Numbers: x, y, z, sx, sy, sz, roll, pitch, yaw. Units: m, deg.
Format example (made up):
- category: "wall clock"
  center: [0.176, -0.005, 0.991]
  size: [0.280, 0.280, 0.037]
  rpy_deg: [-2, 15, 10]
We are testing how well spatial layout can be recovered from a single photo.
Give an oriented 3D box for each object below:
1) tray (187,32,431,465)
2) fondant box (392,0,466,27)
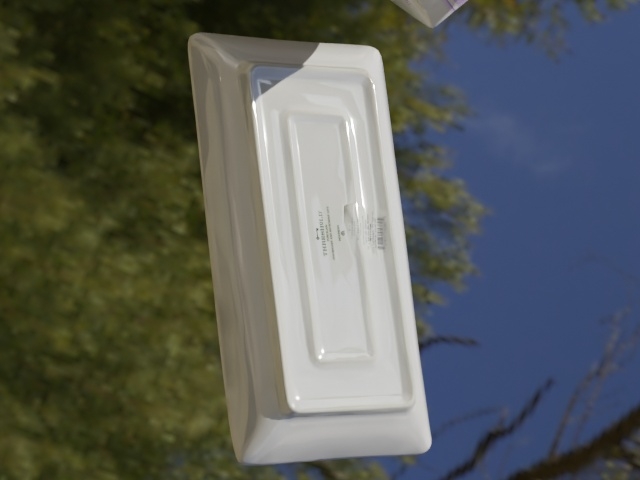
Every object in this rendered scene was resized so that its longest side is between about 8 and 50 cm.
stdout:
- category: "tray"
  center: [0.000, 0.000, 1.143]
  size: [0.030, 0.145, 0.270]
  rpy_deg: [-24, -110, 54]
- category: "fondant box"
  center: [0.104, -0.271, 1.228]
  size: [0.238, 0.096, 0.330]
  rpy_deg: [-39, -164, 3]
